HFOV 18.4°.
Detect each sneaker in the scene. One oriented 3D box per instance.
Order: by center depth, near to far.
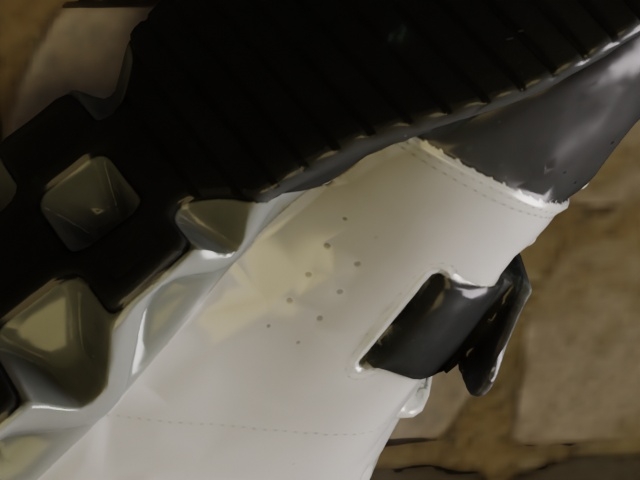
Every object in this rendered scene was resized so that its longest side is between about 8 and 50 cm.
[{"bbox_3d":[0.000,0.000,0.579,0.330,0.122,0.146,-34,135,3],"label":"sneaker"}]
